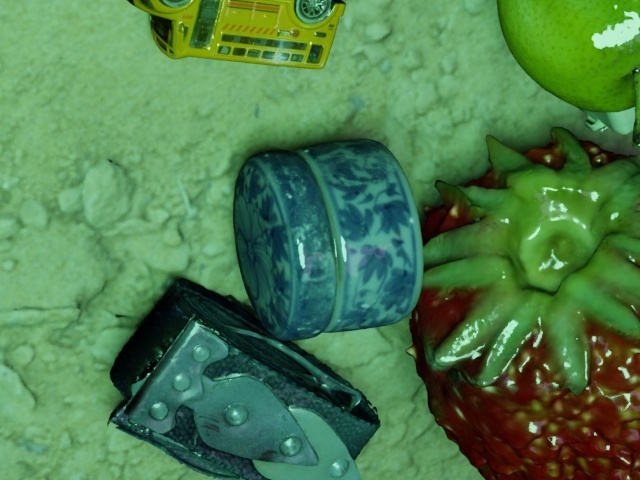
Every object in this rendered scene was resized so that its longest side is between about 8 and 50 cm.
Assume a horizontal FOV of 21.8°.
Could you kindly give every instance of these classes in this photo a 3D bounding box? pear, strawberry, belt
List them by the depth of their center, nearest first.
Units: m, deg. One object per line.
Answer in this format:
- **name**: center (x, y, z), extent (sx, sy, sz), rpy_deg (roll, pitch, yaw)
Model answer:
- **pear**: center (0.229, -0.168, 1.252), extent (0.180, 0.216, 0.166), rpy_deg (-18, 144, 8)
- **belt**: center (-0.067, 0.133, 1.317), extent (0.218, 0.122, 0.128), rpy_deg (32, 100, -27)
- **strawberry**: center (0.211, 0.084, 1.368), extent (0.292, 0.292, 0.343), rpy_deg (-32, 147, -8)

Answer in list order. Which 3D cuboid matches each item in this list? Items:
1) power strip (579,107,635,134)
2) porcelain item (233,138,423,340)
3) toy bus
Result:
- **power strip**: center (0.291, -0.158, 1.366), extent (0.192, 0.081, 0.035), rpy_deg (-37, 122, -5)
- **porcelain item**: center (0.000, 0.000, 1.266), extent (0.114, 0.147, 0.147), rpy_deg (-10, 118, -21)
- **toy bus**: center (-0.069, -0.167, 1.198), extent (0.162, 0.069, 0.074), rpy_deg (3, 115, -28)
